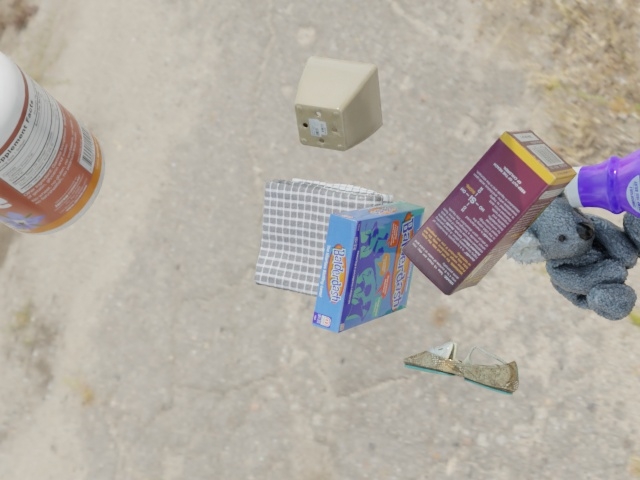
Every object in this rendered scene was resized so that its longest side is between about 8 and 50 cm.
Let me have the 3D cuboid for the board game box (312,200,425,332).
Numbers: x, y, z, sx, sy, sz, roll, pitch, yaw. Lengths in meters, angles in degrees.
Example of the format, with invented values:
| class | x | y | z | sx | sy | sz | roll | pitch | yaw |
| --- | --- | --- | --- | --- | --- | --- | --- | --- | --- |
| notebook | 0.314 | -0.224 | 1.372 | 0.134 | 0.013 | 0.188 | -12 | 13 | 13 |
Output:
| class | x | y | z | sx | sy | sz | roll | pitch | yaw |
| --- | --- | --- | --- | --- | --- | --- | --- | --- | --- |
| board game box | 0.071 | 0.033 | 1.595 | 0.047 | 0.210 | 0.160 | 16 | 105 | 28 |

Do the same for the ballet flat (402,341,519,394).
| class | x | y | z | sx | sy | sz | roll | pitch | yaw |
| --- | --- | --- | --- | --- | --- | --- | --- | --- | --- |
| ballet flat | 0.247 | 0.212 | 1.951 | 0.206 | 0.073 | 0.067 | 12 | 89 | 17 |

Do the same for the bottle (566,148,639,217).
| class | x | y | z | sx | sy | sz | roll | pitch | yaw |
| --- | --- | --- | --- | --- | --- | --- | --- | --- | --- |
| bottle | 0.526 | -0.089 | 1.740 | 0.283 | 0.092 | 0.118 | -1 | 117 | 31 |

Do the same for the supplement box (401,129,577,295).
| class | x | y | z | sx | sy | sz | roll | pitch | yaw |
| --- | --- | --- | --- | --- | --- | --- | --- | --- | --- |
| supplement box | 0.195 | -0.033 | 1.297 | 0.081 | 0.104 | 0.188 | 46 | 113 | 15 |

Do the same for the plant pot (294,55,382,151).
| class | x | y | z | sx | sy | sz | roll | pitch | yaw |
| --- | --- | --- | --- | --- | --- | --- | --- | --- | --- |
| plant pot | 0.019 | -0.188 | 1.610 | 0.109 | 0.109 | 0.096 | 11 | 44 | 21 |

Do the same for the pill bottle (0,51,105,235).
| class | x | y | z | sx | sy | sz | roll | pitch | yaw |
| --- | --- | --- | --- | --- | --- | --- | --- | --- | --- |
| pill bottle | -0.292 | -0.096 | 0.987 | 0.121 | 0.216 | 0.121 | -8 | 66 | 18 |

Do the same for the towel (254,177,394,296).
| class | x | y | z | sx | sy | sz | roll | pitch | yaw |
| --- | --- | --- | --- | --- | --- | --- | --- | --- | --- |
| towel | 0.000 | 0.000 | 2.301 | 0.284 | 0.121 | 0.235 | 8 | 102 | 28 |

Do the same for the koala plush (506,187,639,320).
| class | x | y | z | sx | sy | sz | roll | pitch | yaw |
| --- | --- | --- | --- | --- | --- | --- | --- | --- | --- |
| koala plush | 0.414 | 0.001 | 1.875 | 0.203 | 0.221 | 0.196 | 6 | 67 | 63 |
